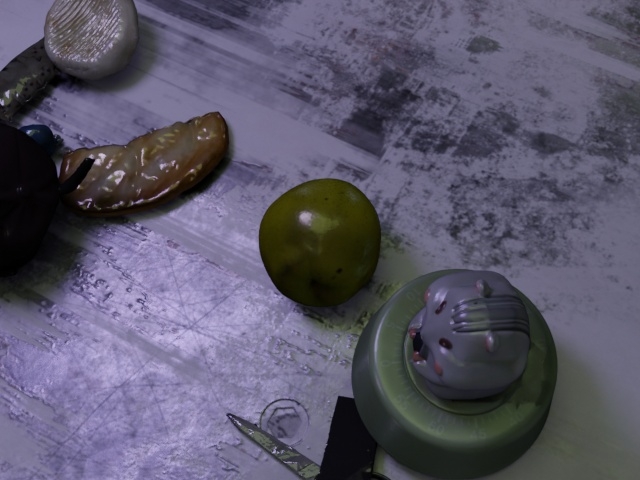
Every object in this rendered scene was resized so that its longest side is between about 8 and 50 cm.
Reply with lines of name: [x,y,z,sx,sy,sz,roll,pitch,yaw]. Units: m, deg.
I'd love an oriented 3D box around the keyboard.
keyboard: [0.039,0.310,1.444,0.074,0.015,0.197,7,52,11]

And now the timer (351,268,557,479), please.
timer: [0.191,0.144,1.344,0.290,0.315,0.291,0,68,-1]

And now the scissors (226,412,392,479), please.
scissors: [-0.016,0.328,1.456,0.300,0.022,0.109,30,66,21]

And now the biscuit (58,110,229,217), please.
biscuit: [-0.291,-0.120,1.706,0.299,0.045,0.154,-16,61,-3]

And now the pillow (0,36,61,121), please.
pillow: [-0.536,-0.268,1.806,0.093,0.051,0.241,32,68,20]

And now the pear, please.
pear: [-0.001,-0.001,1.534,0.198,0.198,0.198,-3,62,5]

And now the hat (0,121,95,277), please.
hat: [-0.492,-0.123,1.571,0.209,0.238,0.336,-19,83,36]

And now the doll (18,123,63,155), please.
doll: [-0.476,-0.168,1.731,0.076,0.083,0.051,-10,67,-2]

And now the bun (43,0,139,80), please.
bun: [-0.397,-0.363,1.811,0.183,0.102,0.183,-3,73,10]
